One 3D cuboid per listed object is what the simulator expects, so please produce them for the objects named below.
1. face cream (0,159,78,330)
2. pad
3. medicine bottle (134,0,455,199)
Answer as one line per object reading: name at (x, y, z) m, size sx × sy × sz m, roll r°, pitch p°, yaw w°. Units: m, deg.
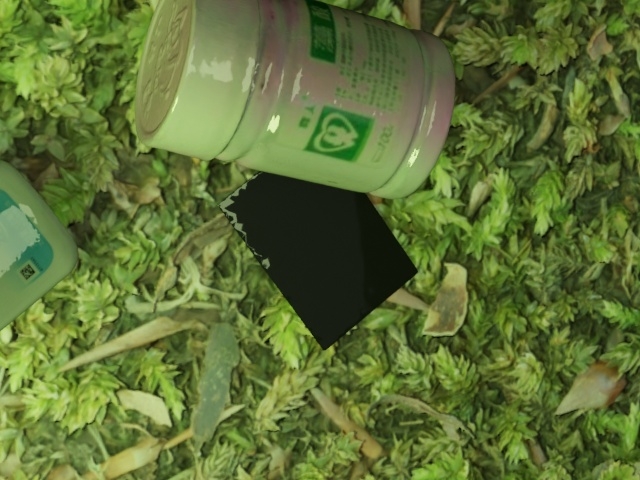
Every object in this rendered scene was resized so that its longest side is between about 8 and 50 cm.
face cream at (-0.439, 0.065, 1.457) m, size 0.336 × 0.080 × 0.163 m, roll -41°, pitch 105°, yaw -16°
pad at (0.000, 0.000, 1.672) m, size 0.170 × 0.006 × 0.245 m, roll -40°, pitch 111°, yaw -12°
medicine bottle at (-0.030, -0.177, 1.521) m, size 0.325 × 0.212 × 0.212 m, roll 12°, pitch 95°, yaw -22°
